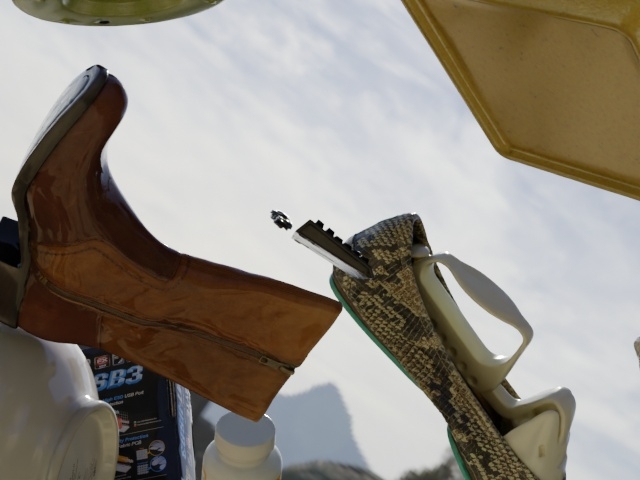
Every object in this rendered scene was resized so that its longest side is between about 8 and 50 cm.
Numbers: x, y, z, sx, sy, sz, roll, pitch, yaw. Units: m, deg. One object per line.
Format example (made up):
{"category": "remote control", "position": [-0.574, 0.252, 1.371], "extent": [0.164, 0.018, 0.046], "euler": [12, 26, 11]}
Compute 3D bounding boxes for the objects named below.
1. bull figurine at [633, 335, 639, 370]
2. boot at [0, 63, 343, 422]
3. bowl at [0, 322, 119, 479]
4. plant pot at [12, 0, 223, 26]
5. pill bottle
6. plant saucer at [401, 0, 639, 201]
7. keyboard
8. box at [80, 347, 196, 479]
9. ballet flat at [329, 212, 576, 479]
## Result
{"category": "bull figurine", "position": [0.429, 0.063, 1.103], "extent": [0.188, 0.310, 0.101], "euler": [30, -31, 28]}
{"category": "boot", "position": [-0.113, 0.017, 0.952], "extent": [0.280, 0.264, 0.096], "euler": [24, 29, -12]}
{"category": "bowl", "position": [-0.264, 0.196, 1.040], "extent": [0.134, 0.297, 0.298], "euler": [11, -18, 12]}
{"category": "plant pot", "position": [-0.222, -0.425, 1.282], "extent": [0.367, 0.352, 0.366], "euler": [-6, -4, 0]}
{"category": "pill bottle", "position": [-0.117, 0.357, 1.776], "extent": [0.118, 0.118, 0.208], "euler": [28, -54, 33]}
{"category": "plant saucer", "position": [0.204, -0.137, 0.948], "extent": [0.333, 0.081, 0.333], "euler": [25, -18, 45]}
{"category": "keyboard", "position": [0.000, 0.000, 1.111], "extent": [0.108, 0.023, 0.180], "euler": [32, -4, -1]}
{"category": "box", "position": [-0.277, 0.261, 1.252], "extent": [0.073, 0.296, 0.293], "euler": [70, 8, -55]}
{"category": "ballet flat", "position": [0.200, 0.175, 1.495], "extent": [0.482, 0.182, 0.164], "euler": [57, 24, 4]}
